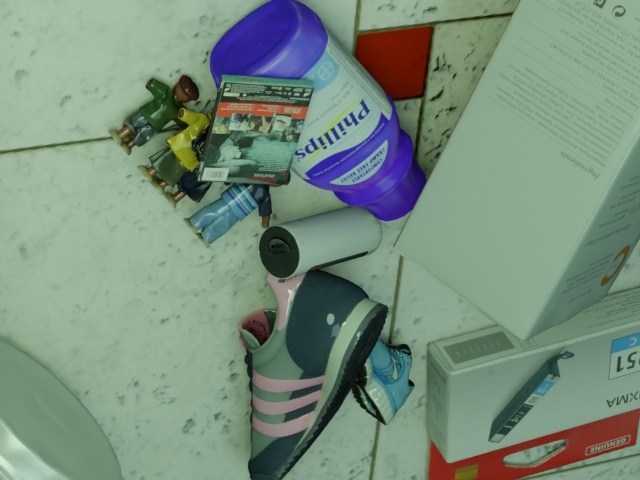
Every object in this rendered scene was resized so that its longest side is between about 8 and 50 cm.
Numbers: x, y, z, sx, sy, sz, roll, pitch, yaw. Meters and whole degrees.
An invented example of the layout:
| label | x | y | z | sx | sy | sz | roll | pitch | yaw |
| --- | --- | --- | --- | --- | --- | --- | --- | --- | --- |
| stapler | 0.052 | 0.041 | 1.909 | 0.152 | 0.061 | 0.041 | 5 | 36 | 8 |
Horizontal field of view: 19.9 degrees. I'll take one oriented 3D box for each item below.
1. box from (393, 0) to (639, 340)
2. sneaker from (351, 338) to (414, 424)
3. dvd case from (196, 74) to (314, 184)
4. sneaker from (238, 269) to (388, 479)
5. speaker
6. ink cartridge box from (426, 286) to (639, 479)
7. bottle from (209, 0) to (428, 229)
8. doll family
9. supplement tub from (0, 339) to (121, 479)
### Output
| label | x | y | z | sx | sy | sz | roll | pitch | yaw |
| --- | --- | --- | --- | --- | --- | --- | --- | --- | --- |
| box | 0.252 | -0.104 | 1.772 | 0.215 | 0.168 | 0.345 | -19 | 140 | -58 |
| sneaker | 0.061 | 0.127 | 1.993 | 0.073 | 0.063 | 0.162 | -41 | 138 | -19 |
| dvd case | -0.060 | -0.100 | 1.664 | 0.087 | 0.013 | 0.119 | 1 | 132 | -18 |
| sneaker | -0.035 | 0.139 | 1.929 | 0.112 | 0.131 | 0.319 | -47 | 168 | -46 |
| speaker | 0.000 | 0.000 | 1.822 | 0.136 | 0.055 | 0.055 | -15 | 135 | -50 |
| ink cartridge box | 0.269 | 0.200 | 2.135 | 0.296 | 0.066 | 0.261 | -14 | 128 | -16 |
| bottle | 0.013 | -0.110 | 1.752 | 0.118 | 0.092 | 0.283 | -35 | 133 | 10 |
| doll family | -0.108 | -0.077 | 1.737 | 0.111 | 0.076 | 0.193 | -39 | 137 | -1 |
| supplement tub | -0.378 | 0.275 | 1.753 | 0.331 | 0.241 | 0.241 | -43 | 131 | 10 |
